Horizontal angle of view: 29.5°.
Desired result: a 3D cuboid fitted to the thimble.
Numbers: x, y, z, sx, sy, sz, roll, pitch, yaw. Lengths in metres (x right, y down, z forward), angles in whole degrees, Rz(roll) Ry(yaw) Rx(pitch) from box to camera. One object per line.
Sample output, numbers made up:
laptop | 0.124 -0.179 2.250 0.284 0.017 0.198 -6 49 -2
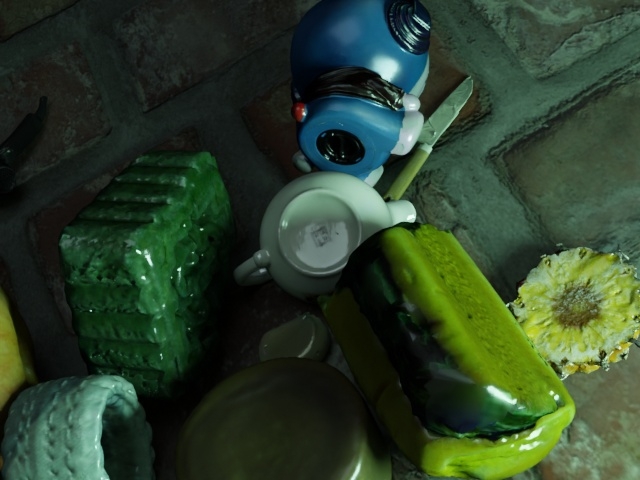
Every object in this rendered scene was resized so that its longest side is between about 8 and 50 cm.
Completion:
thimble | -0.334 0.317 1.723 0.172 0.205 0.250 -9 82 18

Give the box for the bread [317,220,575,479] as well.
bread | 0.156 0.152 1.614 0.208 0.251 0.376 -57 45 23

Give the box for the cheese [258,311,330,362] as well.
cheese | -0.063 0.176 1.812 0.171 0.047 0.092 -32 48 0

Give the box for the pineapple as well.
pineapple | 0.363 0.100 1.684 0.221 0.047 0.221 -13 54 19

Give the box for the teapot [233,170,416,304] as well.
teapot | 0.000 0.000 1.859 0.298 0.139 0.204 -18 83 8

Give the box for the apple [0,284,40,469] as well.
apple | -0.601 0.213 1.815 0.346 0.391 0.391 -24 49 -4

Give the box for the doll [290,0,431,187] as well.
doll | 0.060 -0.260 1.956 0.284 0.240 0.310 -28 36 42

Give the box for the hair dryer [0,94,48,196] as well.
hair dryer | -0.608 -0.181 2.324 0.235 0.091 0.272 9 47 41

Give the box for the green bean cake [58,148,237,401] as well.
green bean cake | -0.237 0.050 1.832 0.169 0.300 0.308 4 34 21

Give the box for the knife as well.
knife | 0.172 -0.163 1.979 0.047 0.017 0.298 19 66 41

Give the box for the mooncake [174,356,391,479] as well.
mooncake | -0.046 0.307 1.637 0.284 0.155 0.284 -14 51 18
